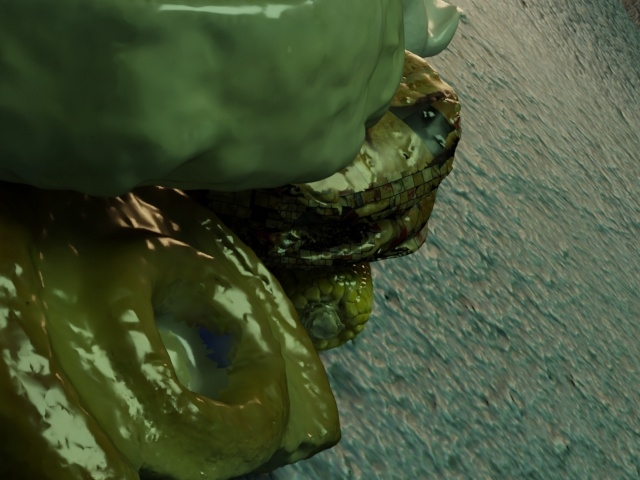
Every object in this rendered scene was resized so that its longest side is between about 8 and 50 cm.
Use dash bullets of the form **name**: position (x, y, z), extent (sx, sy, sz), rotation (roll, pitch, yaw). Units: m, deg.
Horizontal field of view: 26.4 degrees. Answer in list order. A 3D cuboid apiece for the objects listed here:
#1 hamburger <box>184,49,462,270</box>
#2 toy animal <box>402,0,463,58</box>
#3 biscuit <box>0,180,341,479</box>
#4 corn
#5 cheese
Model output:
- **hamburger**: position (-0.024, -0.067, 0.886), extent (0.231, 0.107, 0.231), rotation (11, 38, -9)
- **toy animal**: position (0.031, -0.235, 1.307), extent (0.193, 0.127, 0.178), rotation (50, 21, 8)
- **biscuit**: position (-0.100, 0.041, 0.689), extent (0.213, 0.091, 0.274), rotation (56, 26, 11)
- **corn**: position (0.000, 0.000, 0.956), extent (0.072, 0.072, 0.203), rotation (38, 25, -24)
- **cheese**: position (-0.119, -0.124, 0.718), extent (0.318, 0.115, 0.326), rotation (-5, 30, -33)
